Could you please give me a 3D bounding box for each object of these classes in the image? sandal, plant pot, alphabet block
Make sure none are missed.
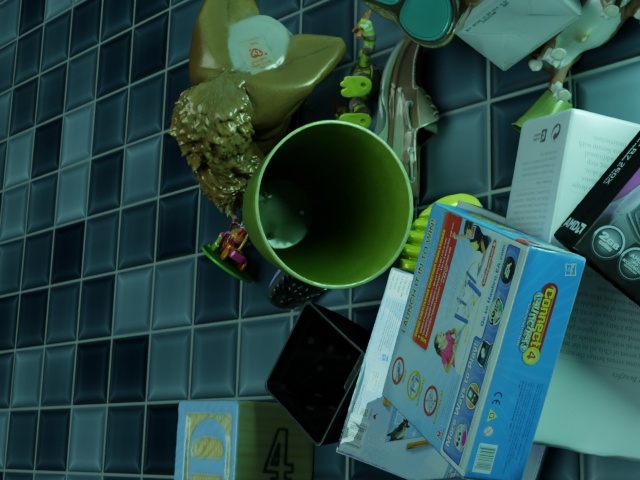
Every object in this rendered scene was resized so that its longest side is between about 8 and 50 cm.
[{"bbox_3d":[0.188,0.066,1.763,0.126,0.138,0.317,28,94,15],"label":"sandal"},{"bbox_3d":[-0.025,-0.052,1.796,0.293,0.275,0.274,173,106,-69],"label":"plant pot"},{"bbox_3d":[0.369,-0.200,1.678,0.079,0.083,0.083,-55,45,4],"label":"plant pot"},{"bbox_3d":[0.044,0.241,1.841,0.187,0.167,0.188,40,110,44],"label":"plant pot"},{"bbox_3d":[-0.146,0.408,1.981,0.192,0.197,0.193,-7,75,45],"label":"alphabet block"}]

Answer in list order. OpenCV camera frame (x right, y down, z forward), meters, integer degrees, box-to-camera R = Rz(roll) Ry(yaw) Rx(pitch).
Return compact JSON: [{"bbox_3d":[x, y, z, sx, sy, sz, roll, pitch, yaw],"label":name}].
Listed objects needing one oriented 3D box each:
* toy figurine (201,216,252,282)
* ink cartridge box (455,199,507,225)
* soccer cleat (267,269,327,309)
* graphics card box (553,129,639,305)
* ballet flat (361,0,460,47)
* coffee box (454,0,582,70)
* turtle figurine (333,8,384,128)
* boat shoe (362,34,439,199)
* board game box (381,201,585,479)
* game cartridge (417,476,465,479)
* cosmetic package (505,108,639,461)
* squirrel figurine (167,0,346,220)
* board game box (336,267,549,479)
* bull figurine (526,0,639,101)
[{"bbox_3d":[-0.159,-0.017,2.189,0.159,0.130,0.173,-54,21,5],"label":"toy figurine"},{"bbox_3d":[0.293,0.027,1.611,0.128,0.176,0.127,28,101,54],"label":"ink cartridge box"},{"bbox_3d":[0.000,0.000,2.006,0.318,0.109,0.116,-52,36,22],"label":"soccer cleat"},{"bbox_3d":[0.506,-0.073,1.314,0.371,0.233,0.094,-50,12,6],"label":"graphics card box"},{"bbox_3d":[0.186,-0.430,1.890,0.123,0.123,0.348,-63,37,15],"label":"ballet flat"},{"bbox_3d":[0.328,-0.442,1.651,0.168,0.119,0.297,-33,32,45],"label":"coffee box"},{"bbox_3d":[0.076,-0.283,1.943,0.217,0.087,0.269,-80,5,-60],"label":"turtle figurine"},{"bbox_3d":[0.162,-0.218,1.885,0.117,0.123,0.324,9,80,14],"label":"boat shoe"},{"bbox_3d":[0.209,0.127,1.404,0.302,0.086,0.308,-142,65,-70],"label":"board game box"},{"bbox_3d":[0.210,0.539,1.584,0.230,0.068,0.354,-17,92,48],"label":"game cartridge"},{"bbox_3d":[0.380,0.065,1.453,0.161,0.230,0.453,177,104,-76],"label":"cosmetic package"},{"bbox_3d":[-0.158,-0.249,2.037,0.397,0.281,0.370,-61,-3,-23],"label":"squirrel figurine"},{"bbox_3d":[0.219,0.239,1.631,0.318,0.066,0.318,19,95,20],"label":"board game box"},{"bbox_3d":[0.437,-0.361,1.601,0.310,0.101,0.188,-48,17,37],"label":"bull figurine"}]
